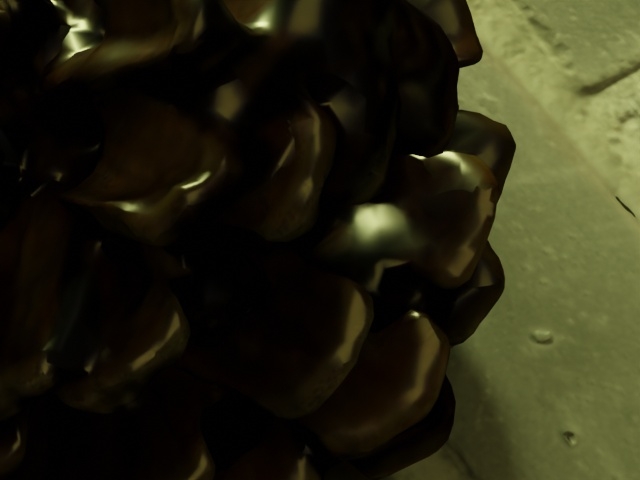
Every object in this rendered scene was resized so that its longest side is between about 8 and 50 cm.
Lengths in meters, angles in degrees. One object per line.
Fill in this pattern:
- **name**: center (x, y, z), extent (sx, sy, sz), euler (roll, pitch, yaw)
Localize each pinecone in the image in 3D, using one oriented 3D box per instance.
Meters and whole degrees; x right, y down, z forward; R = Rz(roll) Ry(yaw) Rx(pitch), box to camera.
- **pinecone**: center (-0.123, -0.030, 0.722), extent (0.398, 0.397, 0.397), euler (2, 58, -3)
